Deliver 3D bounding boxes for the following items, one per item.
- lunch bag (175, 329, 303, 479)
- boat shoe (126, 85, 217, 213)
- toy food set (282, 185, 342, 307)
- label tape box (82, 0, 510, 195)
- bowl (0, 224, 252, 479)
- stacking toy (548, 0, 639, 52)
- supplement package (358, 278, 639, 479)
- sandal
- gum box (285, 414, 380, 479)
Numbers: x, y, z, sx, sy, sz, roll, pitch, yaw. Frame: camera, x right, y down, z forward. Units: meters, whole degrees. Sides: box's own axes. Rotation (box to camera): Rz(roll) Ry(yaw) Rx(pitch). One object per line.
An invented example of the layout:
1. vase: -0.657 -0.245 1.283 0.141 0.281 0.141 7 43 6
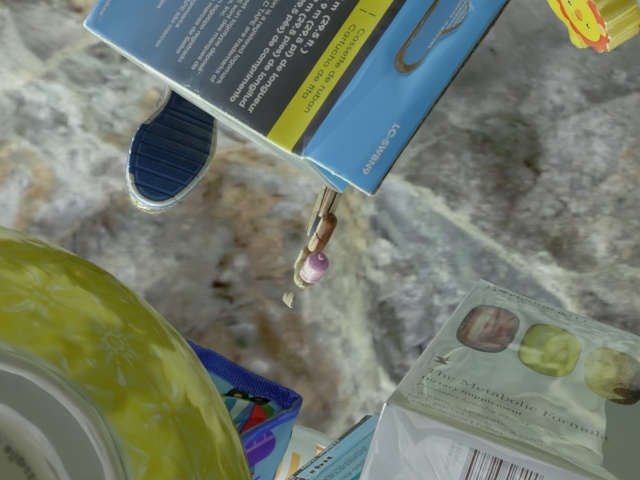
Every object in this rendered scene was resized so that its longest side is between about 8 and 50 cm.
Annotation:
1. lunch bag: -0.157 0.193 0.627 0.138 0.293 0.221 29 -57 14
2. boat shoe: -0.122 -0.081 1.093 0.066 0.183 0.066 25 -44 -7
3. toy food set: 0.000 0.000 1.110 0.019 0.078 0.122 20 -89 -9
4. label tape box: 0.020 -0.167 0.876 0.334 0.106 0.240 34 -91 42
5. bowl: -0.142 0.110 0.468 0.156 0.289 0.289 -39 -111 62
6. stacking toy: 0.122 -0.209 0.554 0.167 0.052 0.221 -34 -102 -5
7. supplement package: 0.111 0.132 0.754 0.139 0.244 0.133 20 -72 12
8. sandal: -0.100 0.212 1.295 0.102 0.265 0.076 -30 -133 56
9. gum box: 0.034 0.261 1.048 0.041 0.157 0.184 -7 -66 60
